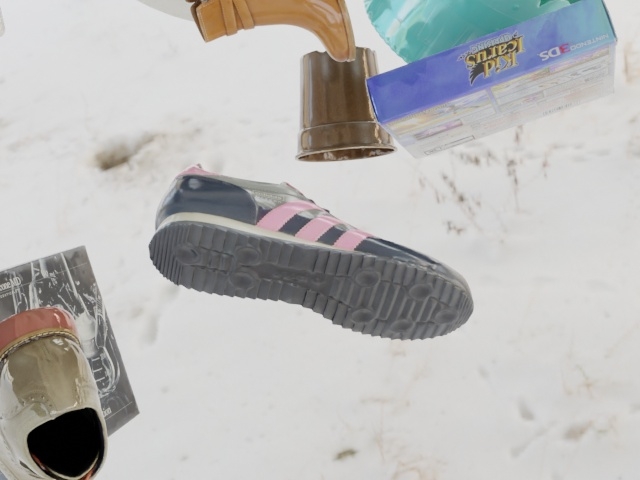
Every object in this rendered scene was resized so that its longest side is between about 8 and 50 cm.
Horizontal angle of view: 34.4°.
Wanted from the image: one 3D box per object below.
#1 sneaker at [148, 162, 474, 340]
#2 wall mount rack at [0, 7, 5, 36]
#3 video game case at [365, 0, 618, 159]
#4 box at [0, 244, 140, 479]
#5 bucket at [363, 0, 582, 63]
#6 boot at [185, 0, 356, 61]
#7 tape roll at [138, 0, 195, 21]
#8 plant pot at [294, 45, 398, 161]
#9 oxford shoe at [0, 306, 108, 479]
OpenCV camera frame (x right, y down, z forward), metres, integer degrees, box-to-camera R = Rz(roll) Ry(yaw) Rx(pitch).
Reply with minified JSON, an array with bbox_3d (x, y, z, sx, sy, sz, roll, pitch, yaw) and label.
[{"bbox_3d":[0.000,0.000,1.001,0.319,0.112,0.131,17,41,-14],"label":"sneaker"},{"bbox_3d":[-0.423,-0.373,1.027,0.350,0.304,0.130,-4,24,-42],"label":"wall mount rack"},{"bbox_3d":[0.209,-0.183,1.219,0.269,0.061,0.244,-18,-9,13],"label":"video game case"},{"bbox_3d":[-0.473,0.199,1.626,0.178,0.313,0.343,-17,4,16],"label":"box"},{"bbox_3d":[0.203,-0.341,1.395,0.281,0.183,0.281,24,38,-20],"label":"bucket"},{"bbox_3d":[-0.061,-0.255,1.139,0.152,0.197,0.073,-33,10,-10],"label":"boot"},{"bbox_3d":[-0.155,-0.441,1.325,0.392,0.392,0.072,-2,54,21],"label":"tape roll"},{"bbox_3d":[0.035,-0.217,1.657,0.166,0.165,0.167,-5,-3,0],"label":"plant pot"},{"bbox_3d":[-0.282,0.218,1.079,0.123,0.348,0.130,-20,57,-19],"label":"oxford shoe"}]
